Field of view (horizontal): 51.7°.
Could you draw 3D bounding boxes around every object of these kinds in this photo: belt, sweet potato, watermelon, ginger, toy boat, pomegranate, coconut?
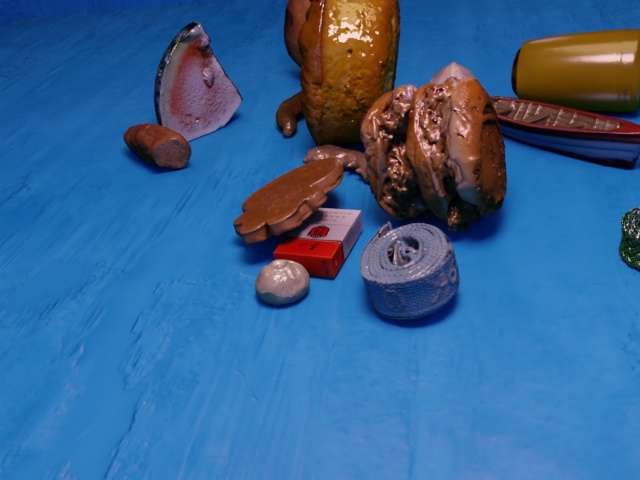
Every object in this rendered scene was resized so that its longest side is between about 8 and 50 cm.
[{"bbox_3d":[0.513,-0.007,0.955,0.151,0.079,0.121,21,41,37],"label":"belt"},{"bbox_3d":[0.129,0.043,0.953,0.147,0.082,0.163,1,34,34],"label":"belt"},{"bbox_3d":[-0.056,-0.321,1.620,0.081,0.062,0.233,10,38,24],"label":"sweet potato"},{"bbox_3d":[-0.379,-0.218,1.487,0.097,0.097,0.251,-31,34,-33],"label":"sweet potato"},{"bbox_3d":[-0.300,-0.350,1.608,0.213,0.320,0.290,16,63,-9],"label":"watermelon"},{"bbox_3d":[0.045,-0.162,1.341,0.173,0.051,0.069,14,40,35],"label":"ginger"},{"bbox_3d":[0.475,-0.228,1.331,0.136,0.079,0.392,-23,33,-28],"label":"toy boat"},{"bbox_3d":[0.032,-0.590,1.842,0.281,0.281,0.281,-5,31,3],"label":"pomegranate"},{"bbox_3d":[0.305,-0.353,1.529,0.110,0.124,0.110,-4,33,3],"label":"coconut"}]

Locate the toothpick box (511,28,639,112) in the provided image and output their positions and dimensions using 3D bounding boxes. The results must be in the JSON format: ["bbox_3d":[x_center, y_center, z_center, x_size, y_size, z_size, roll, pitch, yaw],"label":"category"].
[{"bbox_3d":[0.571,-0.375,1.466,0.271,0.175,0.175,7,34,27],"label":"toothpick box"}]

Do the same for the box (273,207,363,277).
[{"bbox_3d":[0.000,0.000,1.086,0.100,0.048,0.152,3,30,23],"label":"box"}]

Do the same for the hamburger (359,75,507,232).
[{"bbox_3d":[0.202,-0.137,1.112,0.211,0.261,0.245,-6,-17,32],"label":"hamburger"}]

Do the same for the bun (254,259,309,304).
[{"bbox_3d":[-0.058,0.057,0.994,0.086,0.055,0.086,-5,31,3],"label":"bun"}]

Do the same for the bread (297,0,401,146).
[{"bbox_3d":[0.067,-0.382,1.407,0.204,0.358,0.337,1,33,5],"label":"bread"}]

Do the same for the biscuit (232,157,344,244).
[{"bbox_3d":[-0.056,-0.071,1.164,0.202,0.044,0.289,-21,22,16],"label":"biscuit"}]
